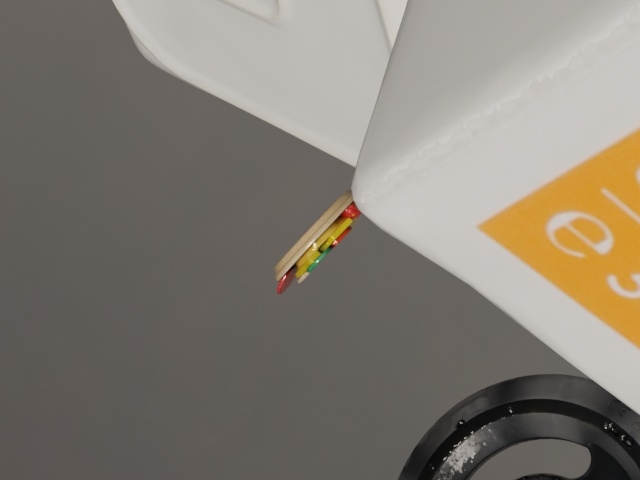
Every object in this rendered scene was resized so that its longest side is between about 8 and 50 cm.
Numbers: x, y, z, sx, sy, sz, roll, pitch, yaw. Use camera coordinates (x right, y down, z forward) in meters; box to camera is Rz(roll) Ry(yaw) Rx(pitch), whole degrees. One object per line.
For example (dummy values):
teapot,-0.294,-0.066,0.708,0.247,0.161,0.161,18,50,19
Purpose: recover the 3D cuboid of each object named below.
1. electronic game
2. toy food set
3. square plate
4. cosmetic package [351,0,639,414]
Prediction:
electronic game,0.152,0.204,1.234,0.229,0.048,0.229,-7,72,23
toy food set,0.000,0.000,1.169,0.082,0.020,0.083,-46,0,-23
square plate,-0.044,-0.171,0.899,0.049,0.344,0.347,-40,44,-22
cosmetic package,0.242,-0.092,0.297,0.453,0.230,0.161,-34,28,42
